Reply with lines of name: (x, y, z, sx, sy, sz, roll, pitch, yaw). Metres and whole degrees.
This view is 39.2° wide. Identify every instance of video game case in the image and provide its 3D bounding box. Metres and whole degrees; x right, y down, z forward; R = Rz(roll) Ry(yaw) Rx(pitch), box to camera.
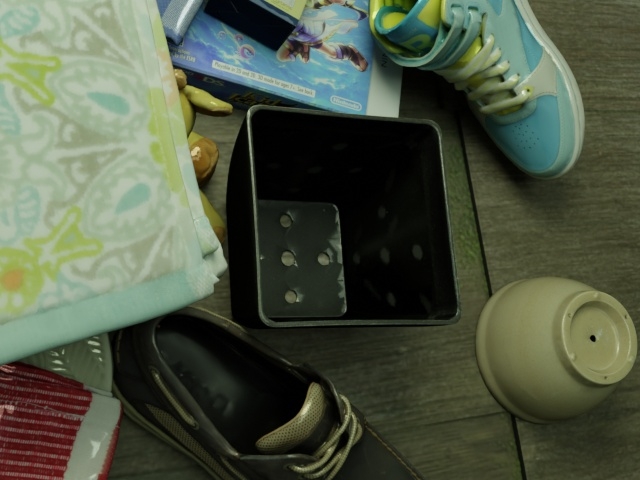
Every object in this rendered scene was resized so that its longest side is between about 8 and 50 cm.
video game case: (-0.038, -0.251, 0.944, 0.269, 0.061, 0.244, 13, 70, -20)

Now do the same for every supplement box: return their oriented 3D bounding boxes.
supplement box: (-0.054, -0.247, 0.868, 0.083, 0.056, 0.083, 27, 67, -15)

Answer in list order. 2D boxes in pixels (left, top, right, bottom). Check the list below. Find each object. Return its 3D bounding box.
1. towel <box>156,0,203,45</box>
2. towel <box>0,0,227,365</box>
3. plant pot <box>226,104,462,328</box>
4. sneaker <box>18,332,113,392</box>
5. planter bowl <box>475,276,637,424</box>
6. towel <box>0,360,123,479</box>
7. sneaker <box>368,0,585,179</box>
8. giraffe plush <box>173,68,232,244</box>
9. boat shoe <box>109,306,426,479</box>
towel: (-0.158, -0.329, 0.860, 0.209, 0.034, 0.285, 20, 74, 14)
towel: (-0.256, -0.068, 0.574, 0.374, 0.090, 0.320, -16, 94, -36)
plant pot: (0.000, 0.000, 0.833, 0.187, 0.167, 0.188, 1, 75, -23)
sneaker: (-0.265, 0.006, 0.748, 0.131, 0.148, 0.350, -17, 107, -12)
planter bowl: (0.262, 0.109, 0.951, 0.162, 0.109, 0.162, 7, 73, -22)
towel: (-0.298, 0.170, 0.589, 0.329, 0.037, 0.237, 26, 59, -31)
sneaker: (0.152, -0.182, 0.931, 0.208, 0.127, 0.319, -36, 100, -48)
giraffe plush: (-0.157, -0.081, 0.782, 0.181, 0.170, 0.210, -21, 85, -27)
boat shoe: (-0.035, 0.176, 0.789, 0.355, 0.130, 0.132, 33, 66, -13)
